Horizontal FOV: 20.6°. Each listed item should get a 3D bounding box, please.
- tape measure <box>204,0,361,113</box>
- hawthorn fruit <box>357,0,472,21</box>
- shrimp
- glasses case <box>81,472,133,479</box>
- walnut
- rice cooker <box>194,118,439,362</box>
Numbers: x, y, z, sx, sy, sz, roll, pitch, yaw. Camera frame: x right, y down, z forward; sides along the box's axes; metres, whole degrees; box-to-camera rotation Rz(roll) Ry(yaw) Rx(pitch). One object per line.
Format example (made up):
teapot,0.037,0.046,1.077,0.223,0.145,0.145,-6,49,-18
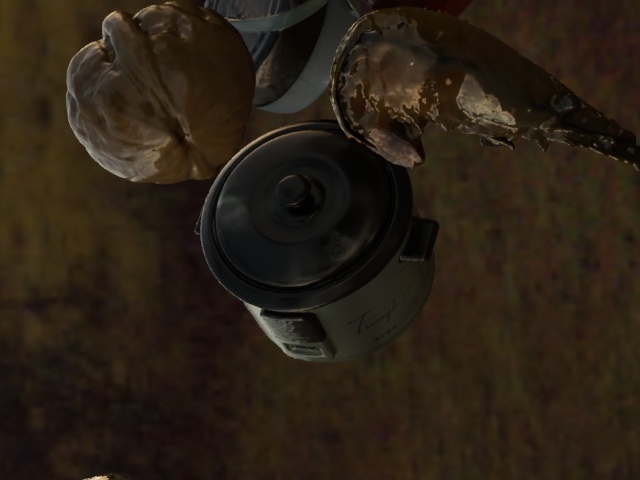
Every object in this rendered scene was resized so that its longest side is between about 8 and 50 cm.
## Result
tape measure,-0.037,-0.212,1.659,0.181,0.107,0.182,-63,33,20
hawthorn fruit,0.056,-0.338,2.112,0.300,0.254,0.254,-28,-55,-58
shrimp,0.128,-0.088,1.304,0.117,0.262,0.066,-56,13,26
glasses case,-0.281,0.378,2.023,0.354,0.137,0.085,-89,-20,-67
walnut,-0.125,-0.116,1.404,0.149,0.166,0.166,59,-175,-32
rice cooker,0.000,0.000,1.964,0.227,0.280,0.241,62,-137,-56
